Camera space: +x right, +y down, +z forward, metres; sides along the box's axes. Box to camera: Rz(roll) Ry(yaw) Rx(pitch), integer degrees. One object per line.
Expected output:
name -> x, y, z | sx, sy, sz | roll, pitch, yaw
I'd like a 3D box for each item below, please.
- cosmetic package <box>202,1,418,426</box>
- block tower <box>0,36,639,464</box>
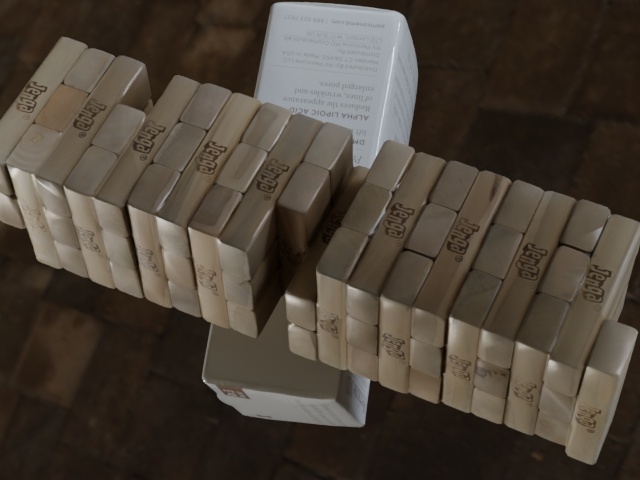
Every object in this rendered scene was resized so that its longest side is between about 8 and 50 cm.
cosmetic package -> -0.001, -0.013, 0.937 | 0.085, 0.117, 0.231 | 6, 77, 11
block tower -> 0.000, 0.000, 0.807 | 0.335, 0.091, 0.097 | 20, 60, 15
